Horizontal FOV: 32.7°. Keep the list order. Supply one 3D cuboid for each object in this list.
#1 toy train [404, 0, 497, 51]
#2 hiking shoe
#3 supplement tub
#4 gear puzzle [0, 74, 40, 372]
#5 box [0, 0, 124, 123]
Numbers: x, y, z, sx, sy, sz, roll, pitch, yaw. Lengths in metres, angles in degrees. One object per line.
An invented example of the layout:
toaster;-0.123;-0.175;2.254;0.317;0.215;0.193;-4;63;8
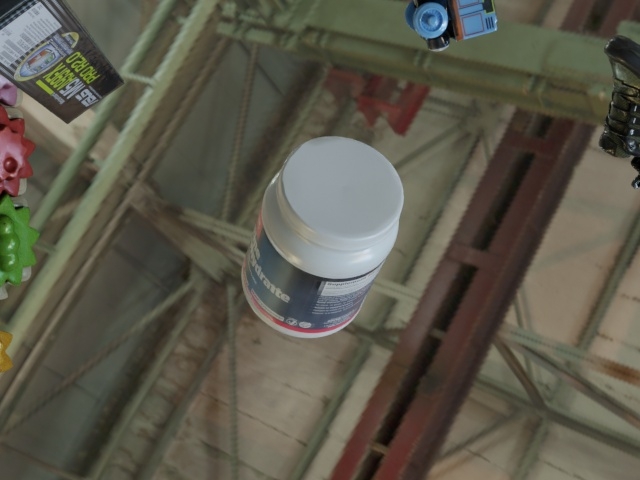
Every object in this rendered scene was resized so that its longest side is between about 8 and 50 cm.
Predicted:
toy train;0.144;-0.318;1.284;0.105;0.184;0.080;-16;-160;-2
hiking shoe;0.416;-0.164;1.437;0.114;0.227;0.086;-39;-148;1
supplement tub;0.000;0.000;1.538;0.191;0.272;0.191;7;-124;-10
gear puzzle;-0.306;-0.025;0.920;0.044;0.175;0.339;3;-83;37
box;-0.235;-0.198;0.725;0.060;0.270;0.216;-37;-91;-3
